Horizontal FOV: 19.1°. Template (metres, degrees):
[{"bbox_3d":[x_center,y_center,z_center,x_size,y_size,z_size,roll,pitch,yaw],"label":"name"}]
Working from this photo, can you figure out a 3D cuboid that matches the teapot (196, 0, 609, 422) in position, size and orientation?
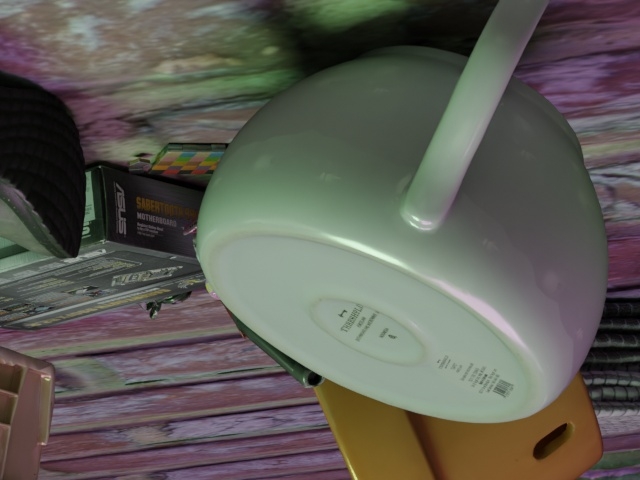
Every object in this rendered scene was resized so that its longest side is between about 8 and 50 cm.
[{"bbox_3d":[0.063,-0.027,1.089,0.256,0.187,0.252,4,149,43],"label":"teapot"}]

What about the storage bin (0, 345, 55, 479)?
[{"bbox_3d":[-0.381,0.133,1.530,0.262,0.123,0.260,4,170,15],"label":"storage bin"}]

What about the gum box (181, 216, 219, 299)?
[{"bbox_3d":[0.000,0.000,1.337,0.107,0.062,0.188,-34,155,23],"label":"gum box"}]

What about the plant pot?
[{"bbox_3d":[0.105,0.129,1.594,0.203,0.291,0.291,-23,166,-1],"label":"plant pot"}]

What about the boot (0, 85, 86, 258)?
[{"bbox_3d":[-0.241,-0.050,1.090,0.161,0.083,0.246,-3,162,15],"label":"boot"}]

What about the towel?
[{"bbox_3d":[0.268,0.139,1.994,0.283,0.121,0.235,0,167,-32],"label":"towel"}]

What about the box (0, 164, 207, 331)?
[{"bbox_3d":[-0.186,0.011,1.375,0.231,0.056,0.183,-15,165,32],"label":"box"}]

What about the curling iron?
[{"bbox_3d":[-0.063,0.060,1.394,0.035,0.068,0.274,54,166,-31],"label":"curling iron"}]

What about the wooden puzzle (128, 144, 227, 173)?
[{"bbox_3d":[-0.085,-0.054,1.259,0.083,0.006,0.049,-1,165,-22],"label":"wooden puzzle"}]
